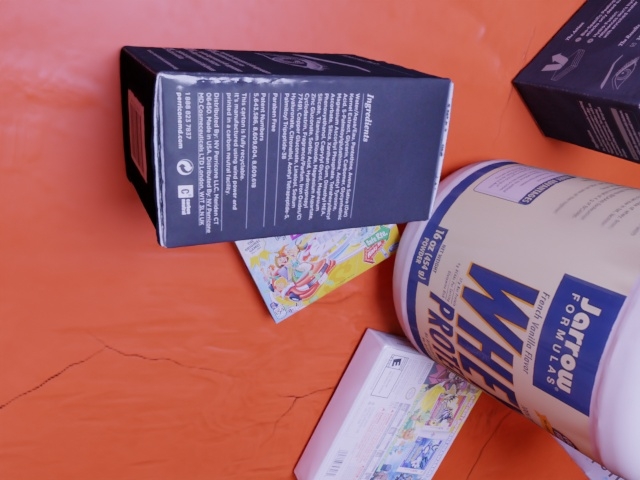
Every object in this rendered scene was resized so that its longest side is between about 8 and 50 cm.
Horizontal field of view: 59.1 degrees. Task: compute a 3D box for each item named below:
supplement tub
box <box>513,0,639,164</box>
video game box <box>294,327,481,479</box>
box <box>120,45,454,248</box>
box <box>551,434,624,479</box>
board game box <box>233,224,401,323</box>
[{"bbox_3d":[0.250,0.065,0.512,0.235,0.324,0.236,-12,113,-31],"label":"supplement tub"},{"bbox_3d":[0.310,-0.170,0.552,0.156,0.158,0.093,-47,124,0],"label":"box"},{"bbox_3d":[0.092,0.218,0.687,0.187,0.048,0.205,20,103,-30],"label":"video game box"},{"bbox_3d":[-0.032,-0.080,0.423,0.207,0.153,0.108,-6,115,-24],"label":"box"},{"bbox_3d":[0.353,0.148,0.640,0.231,0.262,0.126,-46,125,8],"label":"box"},{"bbox_3d":[0.000,0.000,0.552,0.154,0.026,0.103,-30,122,-12],"label":"board game box"}]
